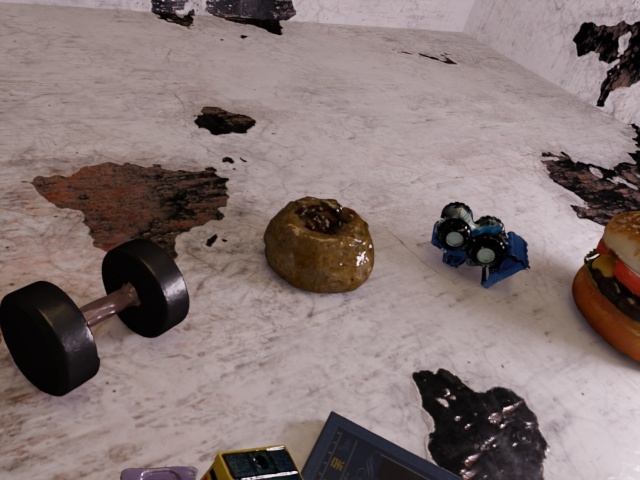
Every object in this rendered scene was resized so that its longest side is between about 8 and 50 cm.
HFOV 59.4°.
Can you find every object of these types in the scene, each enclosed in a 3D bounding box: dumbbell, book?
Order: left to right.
[{"bbox_3d":[-0.314,0.101,0.800,0.152,0.152,0.218,33,38,21],"label":"dumbbell"},{"bbox_3d":[0.098,0.359,0.741,0.269,0.025,0.191,25,36,10],"label":"book"}]

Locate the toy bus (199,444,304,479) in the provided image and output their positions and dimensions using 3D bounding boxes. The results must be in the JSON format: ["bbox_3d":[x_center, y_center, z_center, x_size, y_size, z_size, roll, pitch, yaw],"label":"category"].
[{"bbox_3d":[-0.018,0.376,0.572,0.121,0.123,0.335,18,27,-47],"label":"toy bus"}]

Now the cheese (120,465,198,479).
[{"bbox_3d":[-0.179,0.341,0.629,0.105,0.042,0.191,6,36,-18],"label":"cheese"}]

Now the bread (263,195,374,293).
[{"bbox_3d":[0.000,0.000,1.103,0.230,0.123,0.230,11,38,-9],"label":"bread"}]

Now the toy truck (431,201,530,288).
[{"bbox_3d":[0.344,0.016,1.228,0.208,0.126,0.113,24,35,2],"label":"toy truck"}]

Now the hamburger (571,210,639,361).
[{"bbox_3d":[0.725,0.089,1.186,0.330,0.250,0.330,12,36,-9],"label":"hamburger"}]
